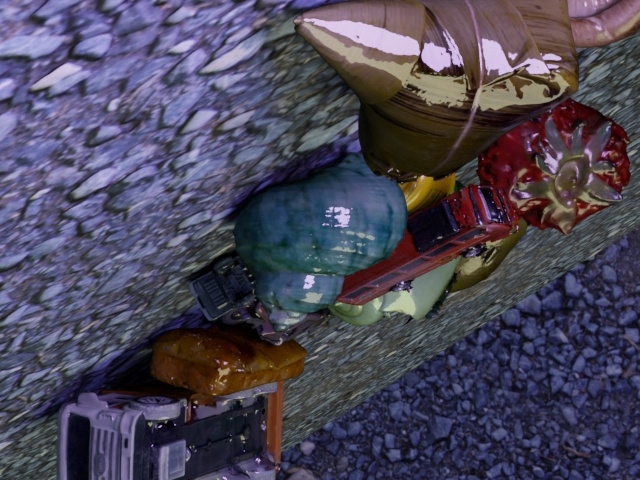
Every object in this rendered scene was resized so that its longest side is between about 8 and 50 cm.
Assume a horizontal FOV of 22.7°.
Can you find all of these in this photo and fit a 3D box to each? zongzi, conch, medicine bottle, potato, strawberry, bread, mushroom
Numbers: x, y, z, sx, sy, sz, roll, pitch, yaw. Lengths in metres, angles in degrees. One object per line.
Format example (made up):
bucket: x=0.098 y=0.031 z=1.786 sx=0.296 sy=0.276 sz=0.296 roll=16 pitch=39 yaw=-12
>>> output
zongzi: x=0.047 y=-0.138 z=1.432 sx=0.300 sy=0.145 sz=0.274 roll=-3 pitch=160 yaw=-31
conch: x=-0.001 y=0.003 z=1.768 sx=0.196 sy=0.134 sz=0.202 roll=30 pitch=109 yaw=-36
conch: x=0.110 y=0.031 z=2.136 sx=0.251 sy=0.143 sz=0.137 roll=-16 pitch=122 yaw=-34
medicine bottle: x=0.127 y=-0.062 z=1.992 sx=0.111 sy=0.076 sz=0.309 roll=-25 pitch=171 yaw=16
potato: x=0.222 y=0.010 z=2.430 sx=0.272 sy=0.111 sz=0.160 roll=-37 pitch=168 yaw=32
strawberry: x=0.273 y=-0.106 z=1.981 sx=0.187 sy=0.184 sz=0.201 roll=-33 pitch=-162 yaw=-9
bread: x=-0.118 y=0.159 z=2.178 sx=0.271 sy=0.139 sz=0.077 roll=0 pitch=104 yaw=-65
mushroom: x=0.297 y=-0.254 z=1.602 sx=0.210 sy=0.094 sz=0.072 roll=-41 pitch=162 yaw=25

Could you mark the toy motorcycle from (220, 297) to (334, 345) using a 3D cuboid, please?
toy motorcycle: x=-0.045 y=0.083 z=2.163 sx=0.118 sy=0.084 sz=0.212 roll=-35 pitch=155 yaw=25

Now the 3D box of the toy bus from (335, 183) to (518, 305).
toy bus: x=0.117 y=0.006 z=1.905 sx=0.235 sy=0.073 sz=0.096 roll=-29 pitch=163 yaw=26

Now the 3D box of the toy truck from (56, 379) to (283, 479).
toy truck: x=-0.215 y=0.275 z=2.242 sx=0.207 sy=0.173 sz=0.387 roll=5 pitch=-175 yaw=28

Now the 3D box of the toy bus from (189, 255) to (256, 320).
toy bus: x=-0.066 y=0.029 z=1.940 sx=0.190 sy=0.064 sz=0.075 roll=-30 pitch=180 yaw=-4
